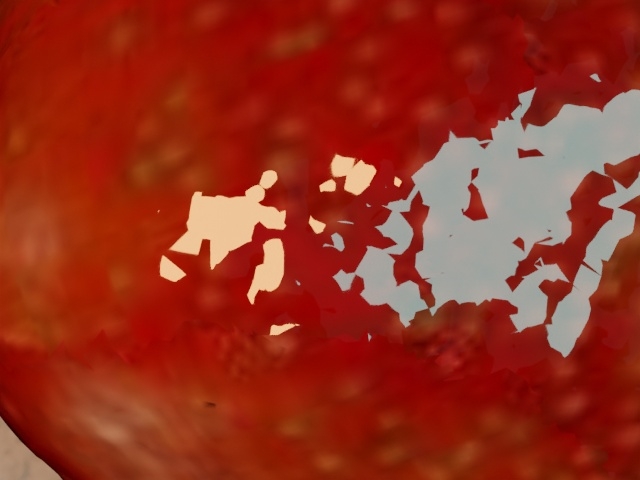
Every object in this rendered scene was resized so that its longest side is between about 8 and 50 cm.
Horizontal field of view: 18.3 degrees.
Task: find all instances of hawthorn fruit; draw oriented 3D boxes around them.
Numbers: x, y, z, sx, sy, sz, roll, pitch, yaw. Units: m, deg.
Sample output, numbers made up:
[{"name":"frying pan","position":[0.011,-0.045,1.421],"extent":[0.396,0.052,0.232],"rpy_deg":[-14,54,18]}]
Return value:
[{"name":"hawthorn fruit","position":[0.000,0.000,0.623],"extent":[0.369,0.285,0.284],"rpy_deg":[-11,97,-9]}]
